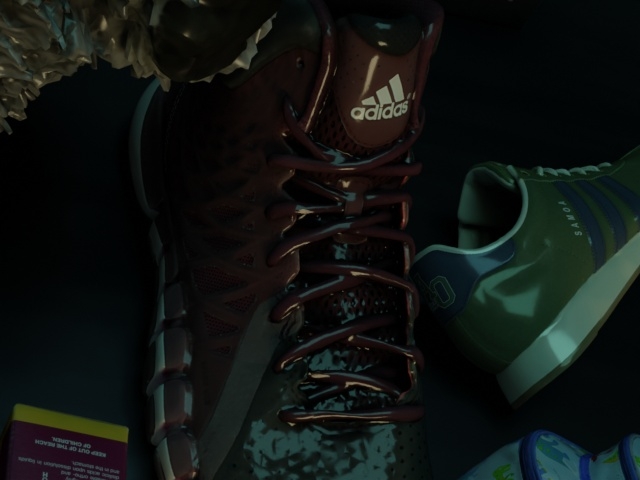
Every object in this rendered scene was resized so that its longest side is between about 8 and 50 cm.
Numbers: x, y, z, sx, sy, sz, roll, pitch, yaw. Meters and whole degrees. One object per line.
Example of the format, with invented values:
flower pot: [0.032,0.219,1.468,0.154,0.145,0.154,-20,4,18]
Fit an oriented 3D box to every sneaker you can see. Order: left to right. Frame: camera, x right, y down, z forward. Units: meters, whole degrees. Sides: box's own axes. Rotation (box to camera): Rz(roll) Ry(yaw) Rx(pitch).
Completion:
sneaker: [0.000,0.000,0.677,0.106,0.162,0.281,3,51,-30]
sneaker: [0.107,-0.011,0.822,0.086,0.064,0.192,42,47,1]

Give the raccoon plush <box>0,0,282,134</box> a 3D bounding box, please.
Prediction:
raccoon plush: [-0.194,-0.091,0.676,0.299,0.446,0.216,-33,99,-2]

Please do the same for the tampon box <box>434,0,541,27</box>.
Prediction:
tampon box: [0.049,-0.198,0.925,0.161,0.101,0.120,8,50,-26]

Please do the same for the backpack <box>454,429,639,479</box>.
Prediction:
backpack: [0.101,0.120,0.663,0.114,0.084,0.105,28,35,-49]

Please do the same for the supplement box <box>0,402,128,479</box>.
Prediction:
supplement box: [-0.093,0.106,0.607,0.043,0.055,0.083,14,46,-19]
